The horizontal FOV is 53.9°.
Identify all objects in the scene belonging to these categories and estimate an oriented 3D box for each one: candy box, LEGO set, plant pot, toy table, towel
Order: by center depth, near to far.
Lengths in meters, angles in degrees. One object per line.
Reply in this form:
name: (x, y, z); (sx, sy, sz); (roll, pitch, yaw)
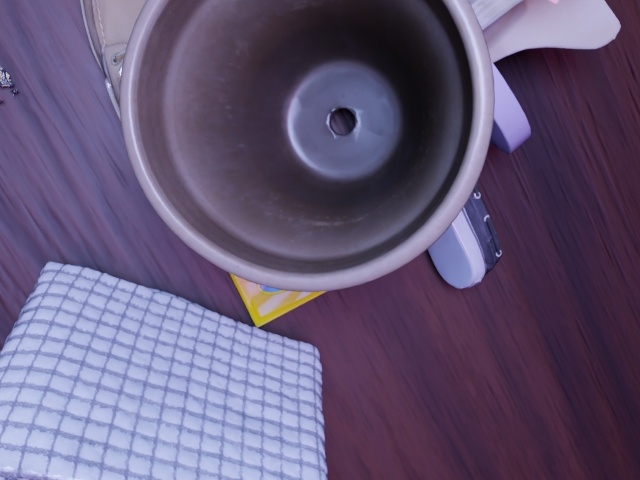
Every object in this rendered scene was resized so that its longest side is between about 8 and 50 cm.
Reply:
plant pot: (0.006, -0.107, 0.533); (0.263, 0.229, 0.262); (2, 98, 12)
towel: (-0.138, 0.159, 0.546); (0.284, 0.235, 0.121); (21, 120, -17)
LEGO set: (-0.326, -0.132, 0.586); (0.083, 0.023, 0.054); (-17, 101, -25)
toy table: (0.154, -0.235, 0.595); (0.161, 0.252, 0.274); (-43, 124, 9)
candy box: (0.000, 0.000, 0.673); (0.206, 0.027, 0.105); (-27, 103, -10)

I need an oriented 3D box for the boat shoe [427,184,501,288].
boat shoe: (0.139, -0.063, 0.680); (0.076, 0.080, 0.228); (-28, 98, -30)

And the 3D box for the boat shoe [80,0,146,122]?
boat shoe: (-0.144, -0.143, 0.586); (0.109, 0.098, 0.302); (-17, 99, -12)
